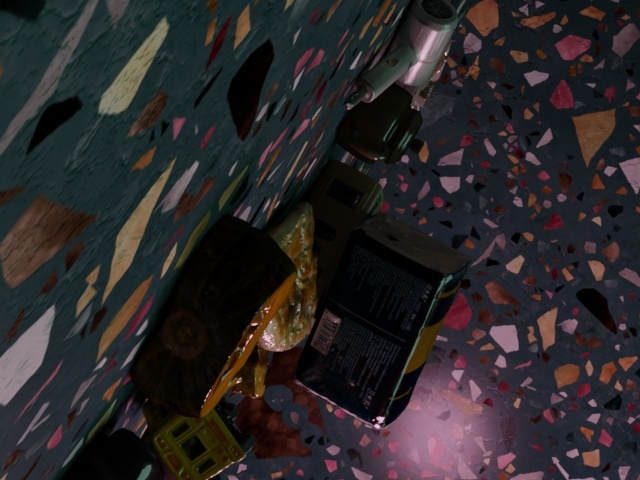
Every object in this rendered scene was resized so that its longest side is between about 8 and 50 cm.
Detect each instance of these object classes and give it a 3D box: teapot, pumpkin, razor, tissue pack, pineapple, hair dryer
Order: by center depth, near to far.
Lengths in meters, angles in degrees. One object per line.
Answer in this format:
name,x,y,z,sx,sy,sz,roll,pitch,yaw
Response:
pumpkin,-0.151,0.113,1.407,0.317,0.139,0.222,-62,172,26
razor,-0.371,0.451,1.430,0.349,0.113,0.204,-55,174,-21
hair dryer,0.143,-0.347,1.864,0.357,0.107,0.173,-47,168,-41
pineapple,-0.180,0.217,1.989,0.079,0.135,0.233,1,95,-62
teapot,0.147,-0.244,2.079,0.268,0.175,0.186,-53,172,-52
tissue pack,0.140,0.175,2.149,0.253,0.264,0.417,-28,141,-63

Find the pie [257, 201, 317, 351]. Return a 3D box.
pie,-0.067,0.086,1.942,0.337,0.075,0.338,10,90,-72

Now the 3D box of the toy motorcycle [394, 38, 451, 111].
toy motorcycle,0.259,-0.439,2.469,0.341,0.107,0.223,-66,168,20

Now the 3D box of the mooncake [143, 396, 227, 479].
mooncake,-0.306,0.426,2.081,0.245,0.133,0.245,-52,-179,1

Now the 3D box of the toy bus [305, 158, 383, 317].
toy bus,0.000,0.000,2.231,0.365,0.176,0.202,-60,174,-11

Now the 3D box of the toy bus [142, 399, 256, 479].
toy bus,-0.225,0.314,1.645,0.152,0.144,0.330,-35,-171,-9
